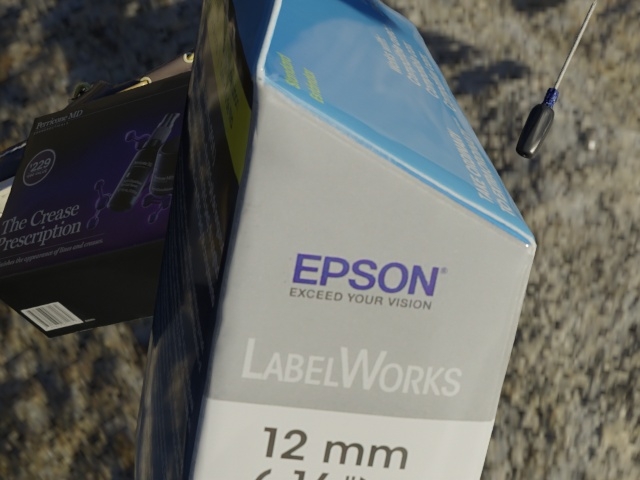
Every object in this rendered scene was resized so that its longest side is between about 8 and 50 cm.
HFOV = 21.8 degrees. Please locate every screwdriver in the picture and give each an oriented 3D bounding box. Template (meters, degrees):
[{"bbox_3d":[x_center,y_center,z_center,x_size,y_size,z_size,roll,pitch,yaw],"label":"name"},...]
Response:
[{"bbox_3d":[0.219,-0.152,1.524,0.024,0.025,0.170,14,76,40],"label":"screwdriver"}]

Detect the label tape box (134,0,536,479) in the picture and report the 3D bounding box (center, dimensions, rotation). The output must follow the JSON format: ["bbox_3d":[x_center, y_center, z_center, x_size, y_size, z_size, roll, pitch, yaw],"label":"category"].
[{"bbox_3d":[0.000,0.000,0.666,0.115,0.348,0.249,8,23,-10],"label":"label tape box"}]

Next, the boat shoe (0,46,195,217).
[{"bbox_3d":[-0.194,-0.116,1.656,0.324,0.116,0.097,-21,74,2],"label":"boat shoe"}]

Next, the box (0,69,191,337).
[{"bbox_3d":[-0.146,-0.036,1.415,0.261,0.103,0.184,-13,48,34],"label":"box"}]
